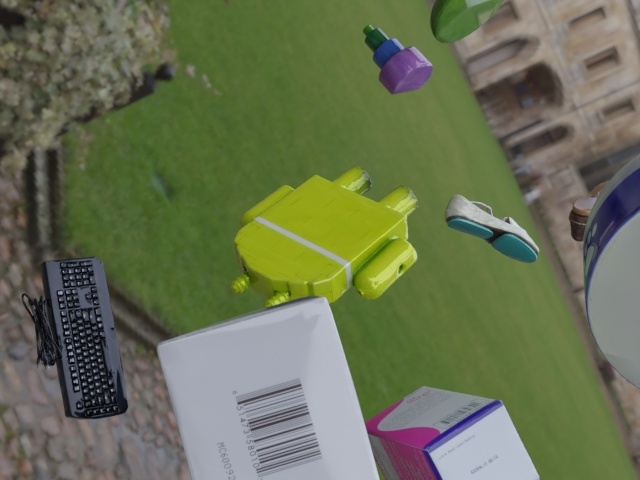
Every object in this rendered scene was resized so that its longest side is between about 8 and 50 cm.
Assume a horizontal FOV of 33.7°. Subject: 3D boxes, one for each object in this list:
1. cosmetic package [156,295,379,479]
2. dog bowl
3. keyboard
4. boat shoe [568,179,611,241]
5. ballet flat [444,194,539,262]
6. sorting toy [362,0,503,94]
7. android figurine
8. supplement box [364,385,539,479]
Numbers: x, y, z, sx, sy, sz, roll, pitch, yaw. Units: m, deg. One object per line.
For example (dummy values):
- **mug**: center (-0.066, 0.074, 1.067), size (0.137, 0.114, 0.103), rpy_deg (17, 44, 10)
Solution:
- **cosmetic package**: center (-0.045, 0.163, 1.028), size (0.365, 0.155, 0.197), rpy_deg (123, -50, -84)
- **dog bowl**: center (0.386, 0.033, 1.008), size (0.265, 0.265, 0.104), rpy_deg (61, 26, -22)
- **keyboard**: center (-0.281, 0.111, 1.212), size (0.038, 0.100, 0.192), rpy_deg (137, -58, -62)
- **boat shoe**: center (0.531, -0.059, 1.980), size (0.073, 0.207, 0.073), rpy_deg (24, -55, 42)
- **ballet flat**: center (0.260, -0.021, 1.570), size (0.168, 0.057, 0.052), rpy_deg (25, 59, -21)
- **sorting toy**: center (0.175, -0.353, 1.331), size (0.126, 0.365, 0.127), rpy_deg (52, 28, 19)
- **android figurine**: center (0.000, 0.000, 1.407), size (0.248, 0.273, 0.056), rpy_deg (25, -40, 32)
- **supplement box**: center (0.150, 0.259, 1.298), size (0.114, 0.111, 0.220), rpy_deg (63, -17, -7)
